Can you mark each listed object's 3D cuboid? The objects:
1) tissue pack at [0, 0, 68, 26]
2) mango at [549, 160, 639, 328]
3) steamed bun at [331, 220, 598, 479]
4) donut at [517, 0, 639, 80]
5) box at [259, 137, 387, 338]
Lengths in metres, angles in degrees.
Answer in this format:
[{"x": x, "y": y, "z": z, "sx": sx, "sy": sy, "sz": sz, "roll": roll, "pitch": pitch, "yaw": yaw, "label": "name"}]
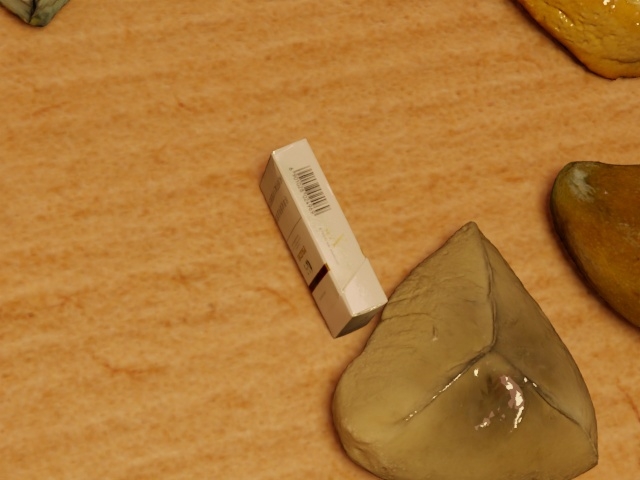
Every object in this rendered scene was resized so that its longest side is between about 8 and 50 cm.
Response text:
[{"x": -0.294, "y": -0.368, "z": 1.004, "sx": 0.310, "sy": 0.128, "sz": 0.228, "roll": 36, "pitch": 67, "yaw": 2, "label": "tissue pack"}, {"x": 0.353, "y": 0.011, "z": 1.004, "sx": 0.316, "sy": 0.146, "sz": 0.193, "roll": 17, "pitch": 62, "yaw": 2, "label": "mango"}, {"x": 0.120, "y": 0.120, "z": 0.934, "sx": 0.212, "sy": 0.110, "sz": 0.231, "roll": -31, "pitch": 82, "yaw": -23, "label": "steamed bun"}, {"x": 0.288, "y": -0.283, "z": 1.107, "sx": 0.253, "sy": 0.118, "sz": 0.254, "roll": 5, "pitch": 79, "yaw": -23, "label": "donut"}, {"x": 0.000, "y": 0.000, "z": 0.968, "sx": 0.040, "sy": 0.084, "sz": 0.154, "roll": -23, "pitch": 78, "yaw": -19, "label": "box"}]
